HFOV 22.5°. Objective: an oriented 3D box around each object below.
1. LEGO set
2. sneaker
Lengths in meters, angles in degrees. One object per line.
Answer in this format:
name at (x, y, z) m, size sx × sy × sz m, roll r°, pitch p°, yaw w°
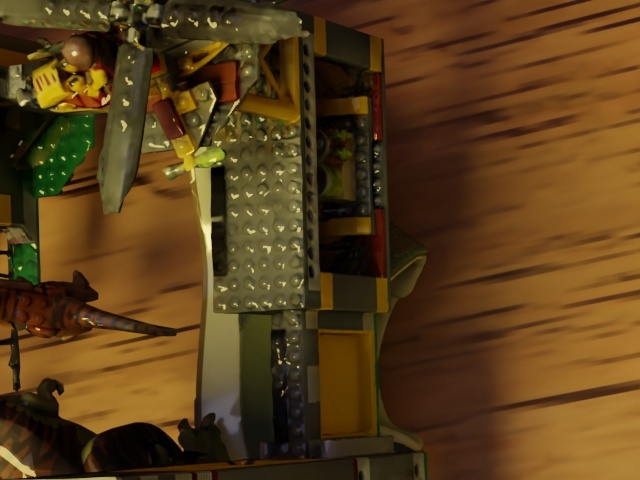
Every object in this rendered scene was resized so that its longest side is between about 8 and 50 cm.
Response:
LEGO set at (-0.099, 0.048, 0.505) m, size 0.255 × 0.192 × 0.331 m, roll 4°, pitch 88°, yaw 32°
sneaker at (0.000, 0.000, 0.606) m, size 0.086 × 0.064 × 0.192 m, roll -5°, pitch 80°, yaw 20°
